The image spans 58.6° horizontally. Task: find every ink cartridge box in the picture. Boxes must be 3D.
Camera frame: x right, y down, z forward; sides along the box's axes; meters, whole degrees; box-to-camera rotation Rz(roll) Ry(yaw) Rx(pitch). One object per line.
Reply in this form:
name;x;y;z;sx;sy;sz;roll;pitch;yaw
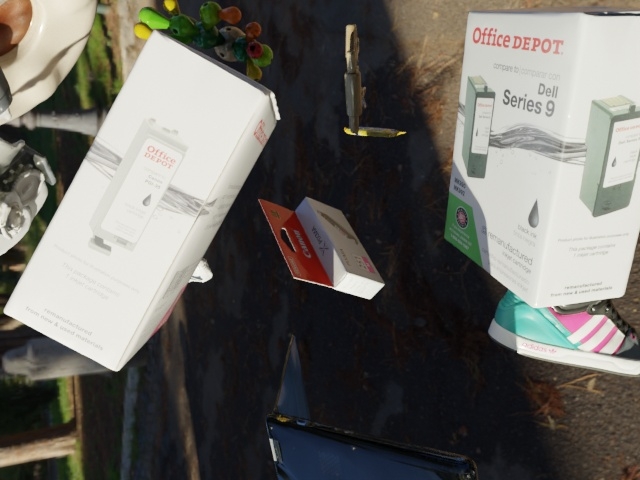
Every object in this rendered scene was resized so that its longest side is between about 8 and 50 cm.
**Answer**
ink cartridge box;0.247;-0.105;0.634;0.211;0.121;0.290;-127;34;-63
ink cartridge box;-0.162;-0.041;0.585;0.283;0.117;0.207;-61;4;3
ink cartridge box;0.000;0.000;1.334;0.060;0.238;0.275;-49;45;23

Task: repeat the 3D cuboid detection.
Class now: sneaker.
sneaker;-0.338;0.070;1.255;0.235;0.153;0.094;12;126;60
sneaker;0.406;0.087;0.838;0.124;0.295;0.179;-121;42;-71

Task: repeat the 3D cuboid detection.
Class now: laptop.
laptop;0.077;0.361;0.762;0.407;0.236;0.382;-1;105;38

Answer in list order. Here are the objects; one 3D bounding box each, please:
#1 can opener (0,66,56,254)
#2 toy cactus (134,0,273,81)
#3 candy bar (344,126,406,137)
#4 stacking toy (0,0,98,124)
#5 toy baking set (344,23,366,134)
can opener;-0.205;-0.078;0.277;0.074;0.093;0.280;-57;-8;-30
toy cactus;-0.146;-0.274;0.805;0.218;0.180;0.112;13;103;21
candy bar;0.121;-0.249;1.308;0.161;0.040;0.018;17;116;44
stacking toy;-0.607;-0.422;0.821;0.479;0.351;0.351;37;135;1
toy baking set;0.076;-0.309;1.143;0.197;0.030;0.256;-74;-17;-54
